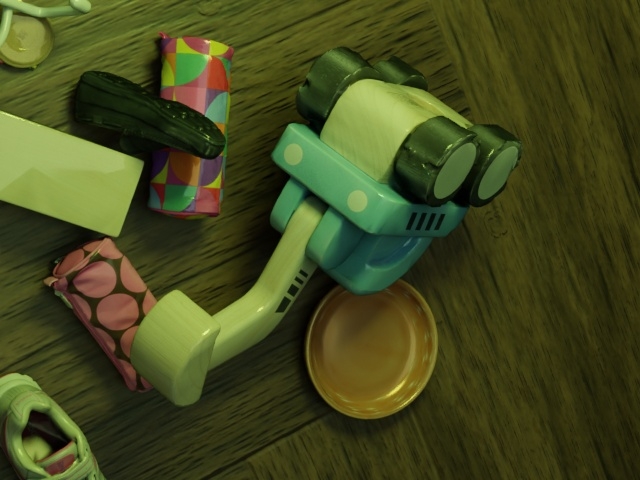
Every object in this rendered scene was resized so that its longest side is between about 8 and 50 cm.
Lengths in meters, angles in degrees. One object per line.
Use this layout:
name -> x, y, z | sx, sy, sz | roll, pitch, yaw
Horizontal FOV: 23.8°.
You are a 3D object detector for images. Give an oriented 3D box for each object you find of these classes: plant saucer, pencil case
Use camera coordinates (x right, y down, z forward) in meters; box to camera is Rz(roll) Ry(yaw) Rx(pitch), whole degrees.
plant saucer -> 0.065, 0.142, 2.062 | 0.200, 0.037, 0.200 | -1, 93, -25
pencil case -> -0.165, -0.144, 1.914 | 0.104, 0.104, 0.236 | 5, 89, -24
pencil case -> -0.250, 0.097, 1.889 | 0.098, 0.095, 0.209 | -44, 111, -25

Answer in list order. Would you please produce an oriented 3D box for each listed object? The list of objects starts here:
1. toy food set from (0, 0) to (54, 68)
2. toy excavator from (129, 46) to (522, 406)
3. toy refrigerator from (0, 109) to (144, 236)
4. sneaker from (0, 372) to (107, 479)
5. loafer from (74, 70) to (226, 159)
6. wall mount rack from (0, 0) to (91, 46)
toy food set -> -0.368, -0.251, 1.856 | 0.083, 0.020, 0.082 | 24, 83, -24
toy excavator -> 0.000, 0.000, 1.899 | 0.433, 0.222, 0.445 | -1, 123, -61
toy refrigerator -> -0.362, -0.097, 1.830 | 0.269, 0.094, 0.102 | 18, 92, -23
sneaker -> -0.324, 0.283, 1.853 | 0.103, 0.111, 0.252 | -38, 107, -18
loafer -> -0.210, -0.139, 1.845 | 0.076, 0.223, 0.078 | -7, 118, -59
wall mount rack -> -0.375, -0.394, 1.719 | 0.304, 0.130, 0.350 | 13, 79, -59
